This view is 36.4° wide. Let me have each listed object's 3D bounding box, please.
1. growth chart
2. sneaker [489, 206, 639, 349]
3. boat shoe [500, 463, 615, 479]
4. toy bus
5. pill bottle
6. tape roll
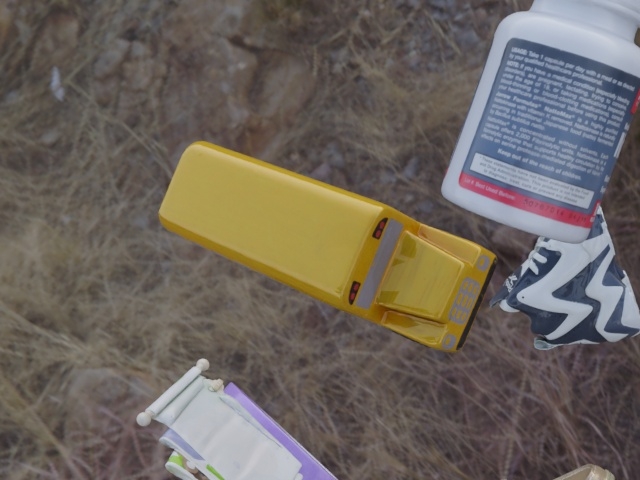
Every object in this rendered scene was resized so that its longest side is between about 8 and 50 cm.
[{"bbox_3d":[-0.102,0.251,1.113,0.237,0.172,0.021,45,122,8],"label":"growth chart"},{"bbox_3d":[0.247,0.016,1.083,0.153,0.235,0.094,-21,10,16],"label":"sneaker"},{"bbox_3d":[0.278,0.419,1.450,0.341,0.122,0.110,-39,86,21],"label":"boat shoe"},{"bbox_3d":[0.000,0.000,0.957,0.333,0.130,0.108,22,88,39],"label":"toy bus"},{"bbox_3d":[0.160,-0.098,0.664,0.108,0.108,0.180,26,103,37],"label":"pill bottle"},{"bbox_3d":[-0.056,0.325,1.376,0.090,0.275,0.275,-48,51,-9],"label":"tape roll"}]
